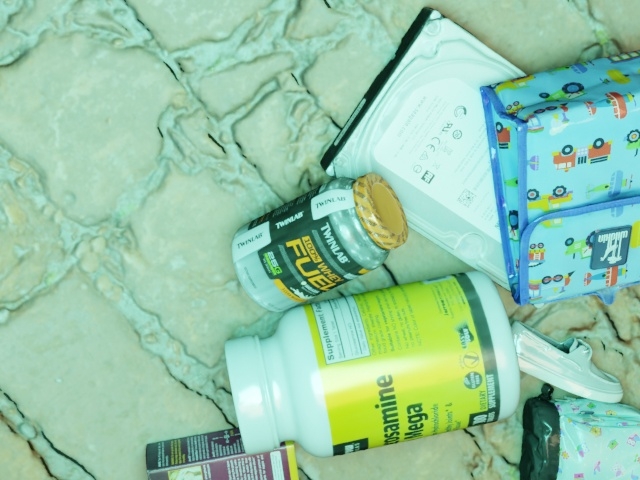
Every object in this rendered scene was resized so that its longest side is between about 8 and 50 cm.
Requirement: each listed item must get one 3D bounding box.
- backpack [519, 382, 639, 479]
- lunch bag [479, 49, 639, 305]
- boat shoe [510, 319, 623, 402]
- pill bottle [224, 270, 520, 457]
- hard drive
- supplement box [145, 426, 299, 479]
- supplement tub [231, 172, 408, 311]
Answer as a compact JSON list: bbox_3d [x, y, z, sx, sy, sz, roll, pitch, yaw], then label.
[{"bbox_3d":[0.362,0.278,1.492,0.182,0.115,0.152,2,107,-5],"label":"backpack"},{"bbox_3d":[0.324,-0.053,1.340,0.221,0.138,0.293,-14,120,-5],"label":"lunch bag"},{"bbox_3d":[0.323,0.157,1.486,0.184,0.066,0.063,24,102,-4],"label":"boat shoe"},{"bbox_3d":[0.059,0.158,1.376,0.334,0.188,0.188,-12,107,-4],"label":"pill bottle"},{"bbox_3d":[0.202,-0.096,1.393,0.339,0.064,0.237,32,99,-16],"label":"hard drive"},{"bbox_3d":[-0.123,0.305,1.448,0.188,0.081,0.104,-9,108,-6],"label":"supplement box"},{"bbox_3d":[0.000,0.000,1.329,0.190,0.117,0.117,-27,110,26],"label":"supplement tub"}]
